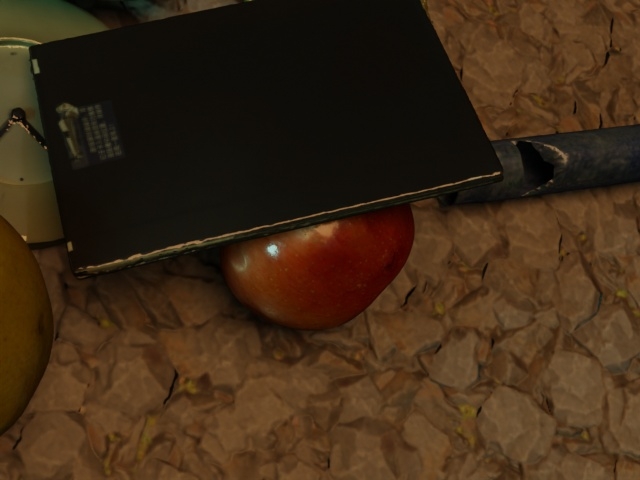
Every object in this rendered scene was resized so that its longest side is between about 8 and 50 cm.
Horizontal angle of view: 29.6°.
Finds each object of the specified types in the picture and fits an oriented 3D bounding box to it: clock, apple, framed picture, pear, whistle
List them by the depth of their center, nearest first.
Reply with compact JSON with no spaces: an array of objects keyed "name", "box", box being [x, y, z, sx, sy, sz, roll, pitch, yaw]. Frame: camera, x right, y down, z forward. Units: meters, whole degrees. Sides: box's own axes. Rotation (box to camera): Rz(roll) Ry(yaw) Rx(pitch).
[{"name":"pear","box":[-0.286,0.067,0.875,0.200,0.200,0.200,6,71,-18]},{"name":"framed picture","box":[-0.053,-0.106,0.980,0.339,0.014,0.255,-14,53,-9]},{"name":"apple","box":[0.000,0.000,1.010,0.139,0.163,0.163,35,64,-19]},{"name":"clock","box":[-0.258,-0.104,1.028,0.235,0.029,0.235,6,71,-19]},{"name":"whistle","box":[0.253,-0.079,1.181,0.304,0.062,0.062,-8,75,-21]}]

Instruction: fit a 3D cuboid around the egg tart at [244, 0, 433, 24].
[{"name":"egg tart","box":[0.014,-0.197,1.125,0.197,0.078,0.197,6,72,-18]}]
